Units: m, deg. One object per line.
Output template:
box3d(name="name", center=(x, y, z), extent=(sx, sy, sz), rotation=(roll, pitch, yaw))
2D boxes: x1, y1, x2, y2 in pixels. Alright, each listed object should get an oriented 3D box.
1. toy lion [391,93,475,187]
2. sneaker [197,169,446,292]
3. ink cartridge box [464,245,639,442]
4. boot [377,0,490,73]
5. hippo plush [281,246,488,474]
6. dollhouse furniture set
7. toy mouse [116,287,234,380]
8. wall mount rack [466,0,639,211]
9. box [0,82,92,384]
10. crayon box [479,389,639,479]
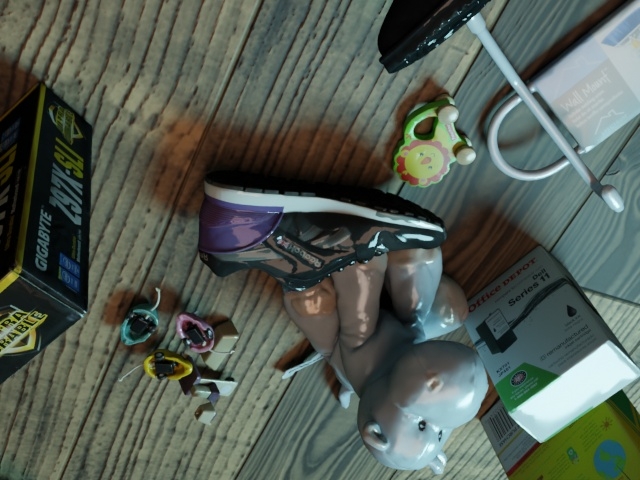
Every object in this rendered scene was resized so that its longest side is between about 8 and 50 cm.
box3d(name="toy lion", center=(0.126, -0.110, 0.961), extent=(0.096, 0.034, 0.100), rotation=(-22, 127, 12))
box3d(name="sneaker", center=(0.000, 0.000, 0.948), extent=(0.283, 0.107, 0.124), rotation=(8, 105, -8))
box3d(name="ink cartridge box", center=(0.285, 0.127, 1.055), extent=(0.153, 0.208, 0.087), rotation=(-41, 120, 15))
box3d(name="boot", center=(0.093, -0.304, 0.736), extent=(0.246, 0.094, 0.207), rotation=(-42, 87, 25))
box3d(name="hippo plush", center=(0.068, 0.153, 1.001), extent=(0.234, 0.236, 0.294), rotation=(32, 112, -30))
box3d(name="dollhouse furniture set", center=(-0.117, 0.173, 1.077), extent=(0.081, 0.091, 0.114), rotation=(17, 117, -41))
box3d(name="toy mouse", center=(-0.190, 0.110, 1.024), extent=(0.161, 0.031, 0.143), rotation=(-3, 120, 8))
box3d(name="wall mount rack", center=(0.313, -0.209, 0.875), extent=(0.350, 0.130, 0.304), rotation=(-39, 110, 13))
box3d(name="box", center=(-0.328, 0.022, 0.761), extent=(0.257, 0.322, 0.079), rotation=(-36, 126, 13))
box3d(name="crayon box", center=(0.361, 0.311, 1.133), extent=(0.081, 0.318, 0.202), rotation=(23, 117, -26))
